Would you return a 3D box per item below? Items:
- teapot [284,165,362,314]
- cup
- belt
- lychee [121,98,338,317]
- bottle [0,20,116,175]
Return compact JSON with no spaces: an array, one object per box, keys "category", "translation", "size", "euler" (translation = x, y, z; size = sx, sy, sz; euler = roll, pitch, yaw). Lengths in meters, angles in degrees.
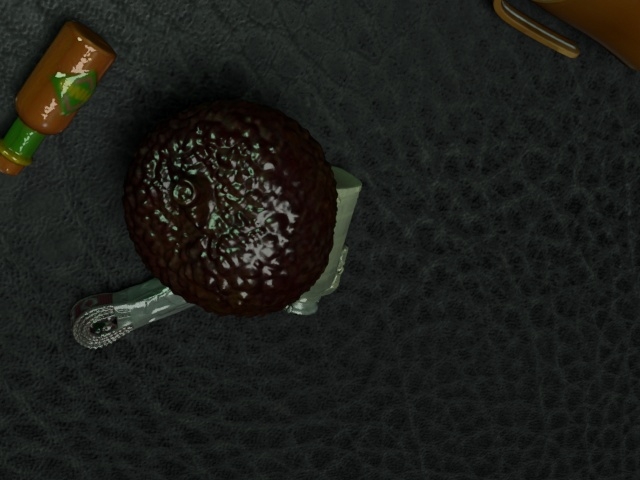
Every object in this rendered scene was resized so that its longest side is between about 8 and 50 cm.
[{"category":"teapot","translation":[0.000,0.000,1.288],"size":[0.107,0.077,0.200],"euler":[-8,124,-42]},{"category":"cup","translation":[0.354,-0.320,1.202],"size":[0.226,0.182,0.264],"euler":[-26,142,35]},{"category":"belt","translation":[-0.217,0.075,1.250],"size":[0.232,0.053,0.071],"euler":[-20,124,-11]},{"category":"lychee","translation":[-0.100,-0.039,1.120],"size":[0.261,0.260,0.260],"euler":[-11,123,-17]},{"category":"bottle","translation":[-0.306,-0.154,1.063],"size":[0.069,0.069,0.187],"euler":[29,106,-34]}]
